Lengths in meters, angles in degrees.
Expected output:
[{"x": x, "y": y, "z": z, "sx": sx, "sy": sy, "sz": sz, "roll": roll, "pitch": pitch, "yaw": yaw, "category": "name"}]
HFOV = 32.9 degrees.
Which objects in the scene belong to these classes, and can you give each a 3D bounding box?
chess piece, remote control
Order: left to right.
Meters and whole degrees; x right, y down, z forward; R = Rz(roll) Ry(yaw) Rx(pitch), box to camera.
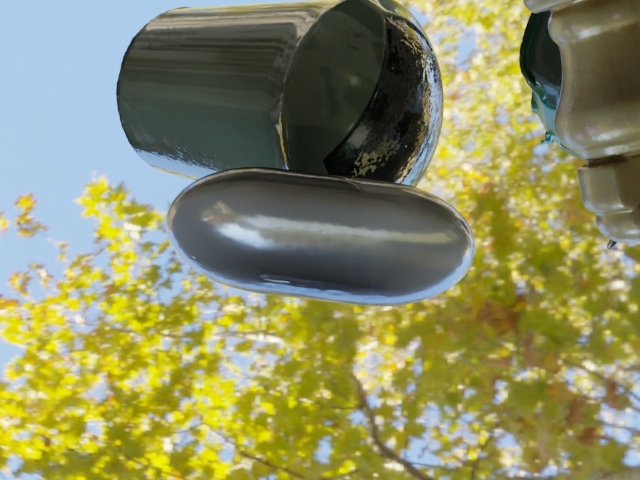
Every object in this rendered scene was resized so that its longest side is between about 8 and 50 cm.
[{"x": 0.000, "y": 0.000, "z": 1.159, "sx": 0.332, "sy": 0.221, "sz": 0.103, "roll": 6, "pitch": -119, "yaw": -4, "category": "remote control"}, {"x": 0.192, "y": -0.191, "z": 0.785, "sx": 0.117, "sy": 0.117, "sz": 0.397, "roll": -18, "pitch": -83, "yaw": -30, "category": "chess piece"}]

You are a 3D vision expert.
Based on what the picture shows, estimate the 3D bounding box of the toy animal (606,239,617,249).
[{"x": 0.387, "y": -0.050, "z": 1.291, "sx": 0.098, "sy": 0.098, "sz": 0.137, "roll": -5, "pitch": -75, "yaw": -30, "category": "toy animal"}]

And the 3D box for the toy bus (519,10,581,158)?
[{"x": 0.372, "y": -0.140, "z": 1.021, "sx": 0.343, "sy": 0.199, "sz": 0.183, "roll": 21, "pitch": -105, "yaw": 21, "category": "toy bus"}]

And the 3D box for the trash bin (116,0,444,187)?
[{"x": -0.047, "y": -0.182, "z": 1.428, "sx": 0.280, "sy": 0.432, "sz": 0.280, "roll": -13, "pitch": -72, "yaw": -44, "category": "trash bin"}]
